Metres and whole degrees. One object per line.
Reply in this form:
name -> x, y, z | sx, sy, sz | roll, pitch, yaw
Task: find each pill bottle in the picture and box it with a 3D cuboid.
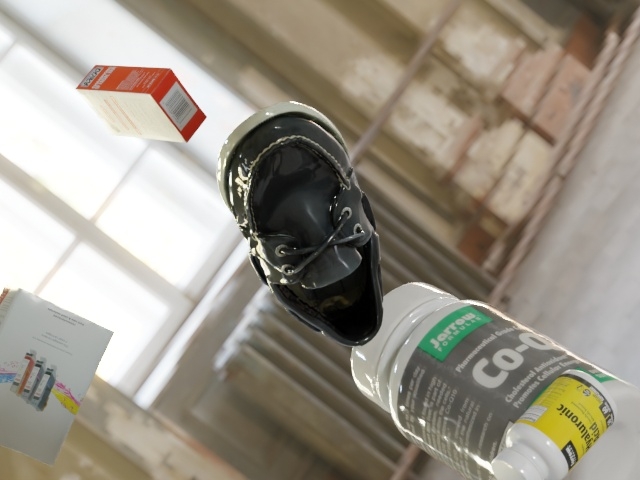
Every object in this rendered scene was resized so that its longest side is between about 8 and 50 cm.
pill bottle -> 0.206, 0.174, 1.397 | 0.116, 0.065, 0.065 | -42, 3, -25
pill bottle -> 0.214, 0.196, 1.931 | 0.361, 0.204, 0.204 | 30, 79, 44

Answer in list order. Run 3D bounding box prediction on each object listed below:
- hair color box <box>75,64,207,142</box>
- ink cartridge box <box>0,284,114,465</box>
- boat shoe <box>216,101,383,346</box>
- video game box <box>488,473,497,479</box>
hair color box -> -0.240, -0.184, 2.094 | 0.167, 0.093, 0.053 | 8, 54, 45
ink cartridge box -> -0.346, 0.158, 1.856 | 0.176, 0.127, 0.128 | -65, 18, -8
boat shoe -> -0.004, 0.002, 1.450 | 0.127, 0.113, 0.340 | -27, -30, -10
video game box -> 0.118, 0.333, 1.413 | 0.187, 0.048, 0.205 | -34, -36, -56
